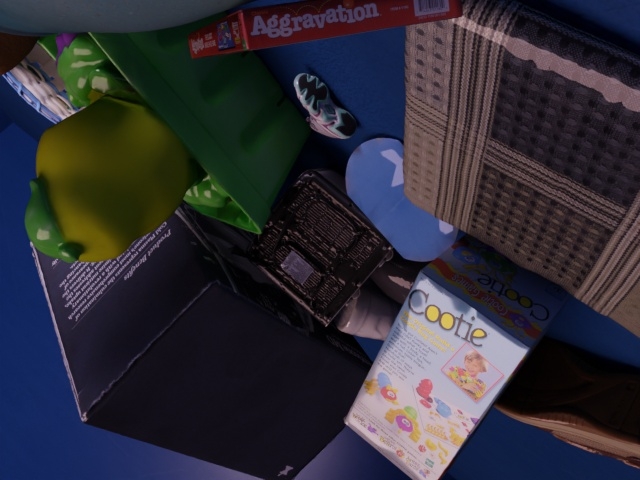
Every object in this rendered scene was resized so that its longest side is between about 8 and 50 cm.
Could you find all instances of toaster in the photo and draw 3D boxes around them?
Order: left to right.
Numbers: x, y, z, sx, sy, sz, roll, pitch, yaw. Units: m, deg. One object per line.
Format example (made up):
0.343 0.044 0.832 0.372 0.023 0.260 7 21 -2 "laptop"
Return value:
0.000 0.000 0.970 0.186 0.168 0.110 40 -162 5 "toaster"

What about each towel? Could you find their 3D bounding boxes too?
0.206 -0.062 0.606 0.312 0.056 0.324 33 160 20 "towel"

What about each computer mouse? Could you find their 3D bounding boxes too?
0.093 0.034 1.070 0.272 0.072 0.188 32 161 32 "computer mouse"

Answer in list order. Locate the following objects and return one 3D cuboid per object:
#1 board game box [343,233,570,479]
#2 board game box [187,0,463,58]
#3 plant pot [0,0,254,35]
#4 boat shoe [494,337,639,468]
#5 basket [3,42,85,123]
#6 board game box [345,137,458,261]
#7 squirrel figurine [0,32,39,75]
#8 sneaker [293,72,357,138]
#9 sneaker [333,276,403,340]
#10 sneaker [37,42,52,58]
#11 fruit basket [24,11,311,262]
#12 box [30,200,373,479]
0.161 0.148 0.847 0.144 0.142 0.275 36 130 20 "board game box"
-0.018 -0.171 0.551 0.281 0.145 0.027 -142 42 -68 "board game box"
-0.117 -0.266 0.458 0.255 0.271 0.271 15 153 27 "plant pot"
0.344 0.222 0.898 0.342 0.123 0.123 7 142 55 "boat shoe"
-0.414 -0.300 1.138 0.255 0.201 0.289 46 174 -12 "basket"
0.107 -0.056 0.850 0.168 0.033 0.133 49 144 6 "board game box"
-0.416 -0.290 0.588 0.370 0.281 0.397 40 168 -22 "squirrel figurine"
-0.006 -0.159 0.845 0.098 0.038 0.069 47 163 -19 "sneaker"
0.106 0.120 1.199 0.169 0.108 0.292 20 -170 -9 "sneaker"
-0.554 -0.396 1.449 0.188 0.078 0.067 25 158 44 "sneaker"
-0.234 -0.128 0.875 0.392 0.392 0.283 51 162 -30 "fruit basket"
-0.207 0.128 1.249 0.480 0.297 0.471 37 -169 -45 "box"
